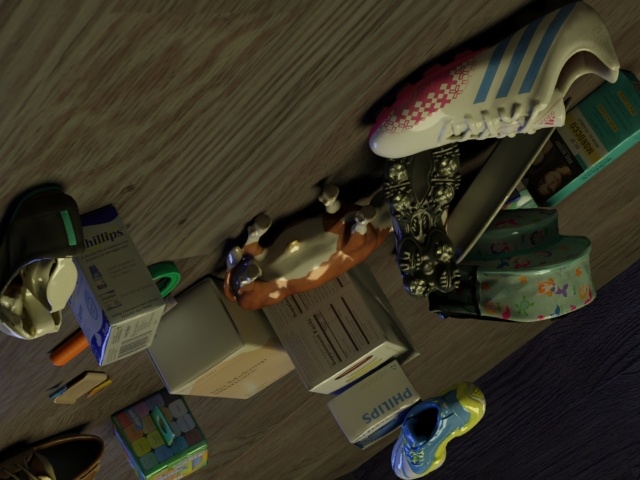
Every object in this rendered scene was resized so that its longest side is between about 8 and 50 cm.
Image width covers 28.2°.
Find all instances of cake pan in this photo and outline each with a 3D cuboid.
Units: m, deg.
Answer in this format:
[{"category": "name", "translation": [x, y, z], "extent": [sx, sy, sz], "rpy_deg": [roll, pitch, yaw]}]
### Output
[{"category": "cake pan", "translation": [0.263, -0.100, 1.863], "extent": [0.293, 0.054, 0.293], "rpy_deg": [-55, 176, -5]}]

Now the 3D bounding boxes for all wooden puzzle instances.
[{"category": "wooden puzzle", "translation": [-0.372, 0.227, 1.972], "extent": [0.078, 0.014, 0.116], "rpy_deg": [-36, 163, 3]}]

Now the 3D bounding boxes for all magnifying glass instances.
[{"category": "magnifying glass", "translation": [-0.284, 0.101, 1.743], "extent": [0.231, 0.026, 0.092], "rpy_deg": [-39, 162, 20]}]

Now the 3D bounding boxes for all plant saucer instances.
[{"category": "plant saucer", "translation": [0.389, -0.072, 2.413], "extent": [0.119, 0.021, 0.119], "rpy_deg": [-29, 164, -9]}]

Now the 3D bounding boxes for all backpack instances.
[{"category": "backpack", "translation": [0.322, 0.045, 2.101], "extent": [0.225, 0.191, 0.253], "rpy_deg": [-18, -160, -42]}]

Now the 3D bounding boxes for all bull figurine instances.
[{"category": "bull figurine", "translation": [0.000, 0.000, 1.810], "extent": [0.310, 0.101, 0.188], "rpy_deg": [-31, 160, -7]}]

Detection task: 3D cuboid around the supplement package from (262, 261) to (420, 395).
[{"category": "supplement package", "translation": [0.026, 0.126, 2.033], "extent": [0.145, 0.204, 0.262], "rpy_deg": [-33, 164, 9]}]

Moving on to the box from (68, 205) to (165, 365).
[{"category": "box", "translation": [-0.245, 0.054, 1.463], "extent": [0.072, 0.137, 0.126], "rpy_deg": [-22, 161, -25]}]

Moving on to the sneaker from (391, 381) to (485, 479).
[{"category": "sneaker", "translation": [0.157, 0.310, 2.045], "extent": [0.126, 0.091, 0.240], "rpy_deg": [-6, 141, -43]}]

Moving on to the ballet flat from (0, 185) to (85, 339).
[{"category": "ballet flat", "translation": [-0.322, 0.051, 1.395], "extent": [0.095, 0.096, 0.280], "rpy_deg": [-20, 161, -34]}]

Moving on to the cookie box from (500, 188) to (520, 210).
[{"category": "cookie box", "translation": [0.294, -0.055, 2.260], "extent": [0.107, 0.040, 0.092], "rpy_deg": [-27, 164, -12]}]

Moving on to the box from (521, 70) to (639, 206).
[{"category": "box", "translation": [0.433, -0.164, 2.083], "extent": [0.244, 0.101, 0.060], "rpy_deg": [-40, 160, 28]}]

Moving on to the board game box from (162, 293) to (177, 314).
[{"category": "board game box", "translation": [-0.252, 0.115, 1.792], "extent": [0.090, 0.020, 0.090], "rpy_deg": [-34, -177, 13]}]

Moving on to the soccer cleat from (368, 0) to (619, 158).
[{"category": "soccer cleat", "translation": [0.220, -0.176, 1.594], "extent": [0.331, 0.143, 0.116], "rpy_deg": [-33, 163, 6]}]

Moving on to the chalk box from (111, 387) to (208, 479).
[{"category": "chalk box", "translation": [-0.287, 0.354, 2.283], "extent": [0.132, 0.132, 0.213], "rpy_deg": [-27, 162, -14]}]

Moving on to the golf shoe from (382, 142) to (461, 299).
[{"category": "golf shoe", "translation": [0.132, -0.057, 1.754], "extent": [0.105, 0.273, 0.120], "rpy_deg": [-5, -157, -6]}]

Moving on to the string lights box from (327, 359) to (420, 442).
[{"category": "string lights box", "translation": [0.097, 0.276, 2.100], "extent": [0.133, 0.077, 0.260], "rpy_deg": [-32, 166, -1]}]

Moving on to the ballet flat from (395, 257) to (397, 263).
[{"category": "ballet flat", "translation": [0.180, 0.008, 2.186], "extent": [0.080, 0.073, 0.232], "rpy_deg": [-26, 163, -10]}]

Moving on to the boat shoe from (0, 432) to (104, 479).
[{"category": "boat shoe", "translation": [-0.488, 0.394, 2.100], "extent": [0.324, 0.122, 0.120], "rpy_deg": [-23, 158, -52]}]

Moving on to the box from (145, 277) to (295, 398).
[{"category": "box", "translation": [-0.144, 0.158, 1.974], "extent": [0.148, 0.121, 0.311], "rpy_deg": [-34, 164, 12]}]
